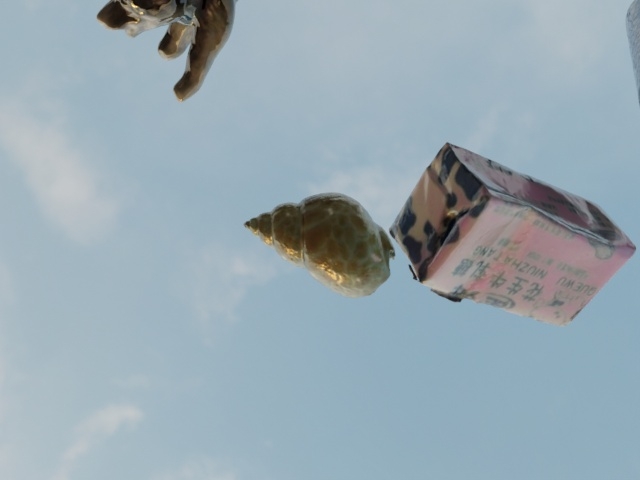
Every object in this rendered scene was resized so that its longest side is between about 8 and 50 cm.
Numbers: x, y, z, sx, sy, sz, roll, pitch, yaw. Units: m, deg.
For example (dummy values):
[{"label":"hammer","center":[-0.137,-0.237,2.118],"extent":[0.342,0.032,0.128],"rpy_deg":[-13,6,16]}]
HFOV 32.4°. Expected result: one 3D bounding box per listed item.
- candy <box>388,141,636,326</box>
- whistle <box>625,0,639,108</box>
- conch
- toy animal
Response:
[{"label":"candy","center":[0.137,0.000,0.799],"extent":[0.092,0.160,0.073],"rpy_deg":[-55,-144,25]},{"label":"whistle","center":[0.278,-0.127,0.869],"extent":[0.062,0.062,0.304],"rpy_deg":[-3,-151,14]},{"label":"conch","center":[0.011,-0.003,1.374],"extent":[0.173,0.106,0.116],"rpy_deg":[47,-65,27]},{"label":"toy animal","center":[-0.168,-0.402,1.500],"extent":[0.344,0.302,0.194],"rpy_deg":[-34,-141,5]}]
